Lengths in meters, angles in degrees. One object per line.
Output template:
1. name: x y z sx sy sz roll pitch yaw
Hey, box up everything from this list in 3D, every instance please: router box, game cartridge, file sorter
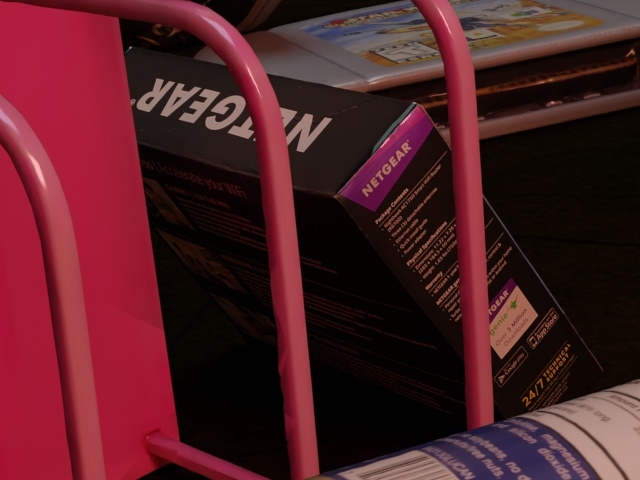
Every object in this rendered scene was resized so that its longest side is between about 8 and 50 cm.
1. router box: 0.000 0.000 0.624 0.046 0.133 0.179 -49 35 -17
2. game cartridge: 0.077 -0.107 1.056 0.297 0.062 0.198 -13 23 -17
3. file sorter: -0.113 0.038 0.447 0.291 0.202 0.182 -23 25 -40

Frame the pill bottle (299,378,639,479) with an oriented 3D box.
1. pill bottle: 0.071 0.083 0.409 0.169 0.094 0.094 -14 19 -20

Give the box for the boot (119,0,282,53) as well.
1. boot: -0.206 -0.149 1.082 0.284 0.138 0.377 -21 7 -33
